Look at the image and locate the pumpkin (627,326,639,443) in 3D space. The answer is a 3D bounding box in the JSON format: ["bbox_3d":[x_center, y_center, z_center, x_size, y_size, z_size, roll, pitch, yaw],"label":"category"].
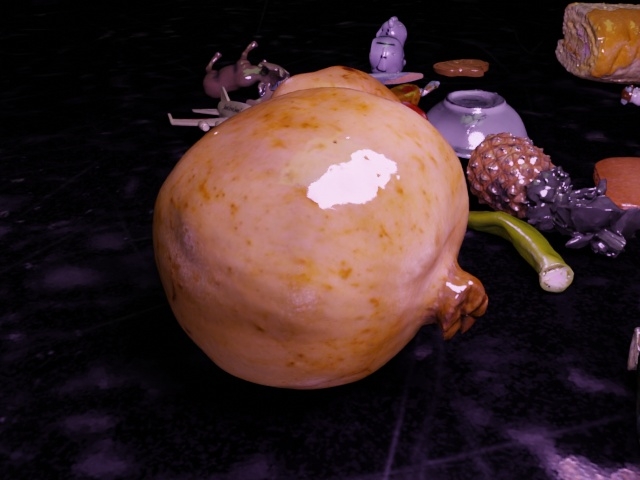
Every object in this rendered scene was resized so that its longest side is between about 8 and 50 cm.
[{"bbox_3d":[0.373,0.059,0.494,0.263,0.197,0.293,5,41,28],"label":"pumpkin"}]

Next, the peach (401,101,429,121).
[{"bbox_3d":[0.133,-0.187,1.125,0.100,0.101,0.101,-1,28,0],"label":"peach"}]

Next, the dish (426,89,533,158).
[{"bbox_3d":[0.259,-0.220,1.198,0.246,0.078,0.224,12,32,23],"label":"dish"}]

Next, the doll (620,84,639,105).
[{"bbox_3d":[0.655,-0.305,1.386,0.058,0.040,0.085,23,39,16],"label":"doll"}]

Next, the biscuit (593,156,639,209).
[{"bbox_3d":[0.500,-0.078,0.973,0.186,0.036,0.192,6,30,10],"label":"biscuit"}]

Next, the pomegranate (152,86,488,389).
[{"bbox_3d":[-0.011,-0.007,0.621,0.307,0.307,0.307,-1,28,0],"label":"pomegranate"}]

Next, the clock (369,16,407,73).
[{"bbox_3d":[0.168,-0.479,1.637,0.079,0.117,0.176,6,30,13],"label":"clock"}]

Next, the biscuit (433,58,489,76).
[{"bbox_3d":[0.352,-0.421,1.625,0.140,0.023,0.118,-16,31,-28],"label":"biscuit"}]

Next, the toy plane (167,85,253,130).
[{"bbox_3d":[-0.140,-0.206,1.168,0.228,0.092,0.244,-11,31,-22],"label":"toy plane"}]

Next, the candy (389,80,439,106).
[{"bbox_3d":[0.167,-0.290,1.365,0.182,0.046,0.053,-24,39,-28],"label":"candy"}]

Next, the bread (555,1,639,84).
[{"bbox_3d":[0.753,-0.442,1.506,0.375,0.165,0.237,-2,31,-6],"label":"bread"}]

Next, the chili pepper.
[{"bbox_3d":[0.243,0.000,0.827,0.052,0.050,0.202,28,13,-29],"label":"chili pepper"}]

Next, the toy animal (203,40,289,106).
[{"bbox_3d":[-0.154,-0.343,1.419,0.214,0.094,0.186,-14,38,20],"label":"toy animal"}]

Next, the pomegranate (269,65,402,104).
[{"bbox_3d":[0.018,-0.132,0.916,0.209,0.209,0.209,-1,28,0],"label":"pomegranate"}]

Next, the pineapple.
[{"bbox_3d":[0.299,-0.055,0.866,0.119,0.111,0.237,-35,44,-17],"label":"pineapple"}]

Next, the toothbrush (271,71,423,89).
[{"bbox_3d":[0.054,-0.366,1.522,0.375,0.037,0.028,-4,48,-10],"label":"toothbrush"}]
